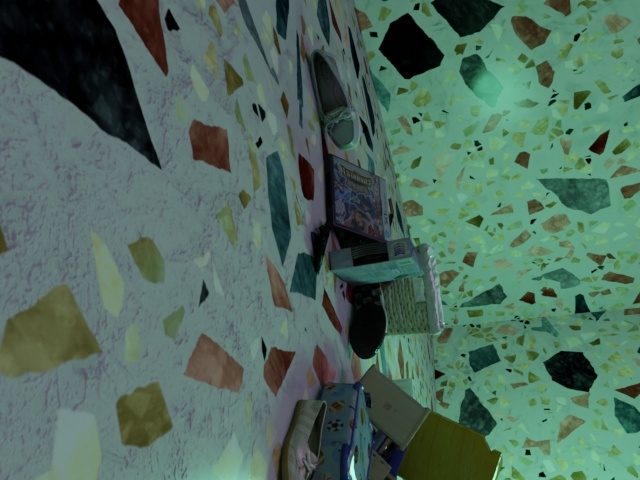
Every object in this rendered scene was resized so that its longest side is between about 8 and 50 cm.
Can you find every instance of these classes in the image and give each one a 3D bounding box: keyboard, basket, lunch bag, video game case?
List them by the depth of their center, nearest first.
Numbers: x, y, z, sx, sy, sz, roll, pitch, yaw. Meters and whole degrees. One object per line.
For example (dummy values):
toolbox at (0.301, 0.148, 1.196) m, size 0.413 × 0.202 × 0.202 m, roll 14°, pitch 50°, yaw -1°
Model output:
lunch bag at (0.056, 0.489, 1.209) m, size 0.303 × 0.115 × 0.243 m, roll -61°, pitch 142°, yaw -63°
keyboard at (0.000, 0.000, 1.434) m, size 0.192 × 0.038 × 0.100 m, roll -76°, pitch 176°, yaw -55°
video game case at (0.123, -0.124, 1.677) m, size 0.275 × 0.035 × 0.248 m, roll 18°, pitch 61°, yaw -41°
basket at (0.319, 0.196, 1.986) m, size 0.331 × 0.267 × 0.328 m, roll 16°, pitch 66°, yaw -72°

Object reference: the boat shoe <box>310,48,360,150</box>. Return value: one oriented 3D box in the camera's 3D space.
boat shoe at (0.040, -0.439, 1.642) m, size 0.103 × 0.118 × 0.320 m, roll -20°, pitch 98°, yaw -68°

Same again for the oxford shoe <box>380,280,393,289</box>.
oxford shoe at (0.170, 0.085, 1.839) m, size 0.212 × 0.076 × 0.076 m, roll 60°, pitch -30°, yaw 19°

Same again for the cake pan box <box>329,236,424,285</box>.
cake pan box at (0.175, 0.072, 1.595) m, size 0.267 × 0.246 × 0.070 m, roll 38°, pitch 42°, yaw -65°

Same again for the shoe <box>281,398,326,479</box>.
shoe at (-0.031, 0.405, 1.040) m, size 0.219 × 0.059 × 0.076 m, roll -75°, pitch 152°, yaw -55°

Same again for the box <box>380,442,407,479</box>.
box at (0.199, 0.654, 1.532) m, size 0.037 × 0.136 × 0.225 m, roll 39°, pitch 30°, yaw 9°

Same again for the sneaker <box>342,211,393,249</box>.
sneaker at (0.131, -0.040, 1.799) m, size 0.283 × 0.124 × 0.107 m, roll -31°, pitch 141°, yaw -49°

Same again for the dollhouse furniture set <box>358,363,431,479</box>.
dollhouse furniture set at (0.139, 0.538, 1.534) m, size 0.286 × 0.198 × 0.303 m, roll -48°, pitch 170°, yaw -21°

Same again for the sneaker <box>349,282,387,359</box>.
sneaker at (0.172, 0.271, 1.698) m, size 0.330 × 0.123 × 0.146 m, roll -78°, pitch 152°, yaw -50°

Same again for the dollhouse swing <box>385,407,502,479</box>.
dollhouse swing at (0.441, 0.768, 1.812) m, size 0.305 × 0.347 × 0.314 m, roll 26°, pitch 83°, yaw -58°

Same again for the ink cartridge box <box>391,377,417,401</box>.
ink cartridge box at (0.346, 0.692, 2.116) m, size 0.212 × 0.093 × 0.154 m, roll -78°, pitch 155°, yaw -57°
